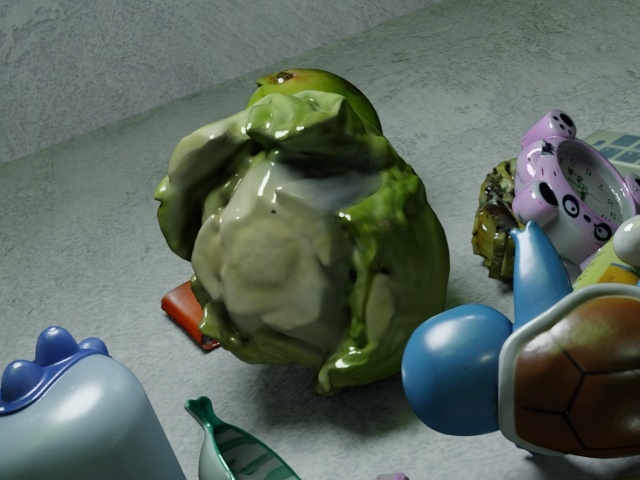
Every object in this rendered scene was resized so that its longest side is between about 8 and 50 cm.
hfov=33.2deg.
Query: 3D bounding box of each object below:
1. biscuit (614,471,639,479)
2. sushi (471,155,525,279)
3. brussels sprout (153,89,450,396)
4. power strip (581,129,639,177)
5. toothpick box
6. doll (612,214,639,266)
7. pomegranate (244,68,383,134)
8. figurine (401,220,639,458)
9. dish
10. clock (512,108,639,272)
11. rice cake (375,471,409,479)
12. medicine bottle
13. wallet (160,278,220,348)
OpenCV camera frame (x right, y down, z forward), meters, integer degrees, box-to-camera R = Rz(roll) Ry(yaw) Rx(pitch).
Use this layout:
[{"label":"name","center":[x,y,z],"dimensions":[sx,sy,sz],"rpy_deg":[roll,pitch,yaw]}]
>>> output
[{"label":"biscuit","center":[0.403,0.260,1.125],"dimensions":[0.188,0.052,0.056],"rpy_deg":[-11,15,12]},{"label":"sushi","center":[0.308,-0.026,1.722],"dimensions":[0.131,0.139,0.291],"rpy_deg":[4,29,3]},{"label":"brussels sprout","center":[-0.001,0.000,1.536],"dimensions":[0.342,0.425,0.361],"rpy_deg":[-23,1,20]},{"label":"power strip","center":[0.564,-0.133,1.829],"dimensions":[0.106,0.043,0.367],"rpy_deg":[-30,27,-25]},{"label":"toothpick box","center":[-0.267,0.275,1.203],"dimensions":[0.263,0.354,0.263],"rpy_deg":[-15,25,7]},{"label":"doll","center":[0.613,-0.035,1.390],"dimensions":[0.376,0.187,0.365],"rpy_deg":[30,46,9]},{"label":"pomegranate","center":[0.015,-0.131,1.835],"dimensions":[0.216,0.358,0.310],"rpy_deg":[-19,22,13]},{"label":"figurine","center":[0.306,0.151,1.168],"dimensions":[0.416,0.298,0.243],"rpy_deg":[9,35,25]},{"label":"dish","center":[-0.088,0.297,1.249],"dimensions":[0.078,0.246,0.224],"rpy_deg":[-46,-11,6]},{"label":"clock","center":[0.389,-0.063,1.622],"dimensions":[0.090,0.227,0.248],"rpy_deg":[-45,10,38]},{"label":"rice cake","center":[0.065,0.340,1.215],"dimensions":[0.047,0.036,0.206],"rpy_deg":[-18,23,26]},{"label":"medicine bottle","center":[0.389,0.083,1.420],"dimensions":[0.124,0.124,0.239],"rpy_deg":[5,33,41]},{"label":"wallet","center":[-0.180,0.112,1.848],"dimensions":[0.142,0.045,0.204],"rpy_deg":[-30,26,-17]}]
